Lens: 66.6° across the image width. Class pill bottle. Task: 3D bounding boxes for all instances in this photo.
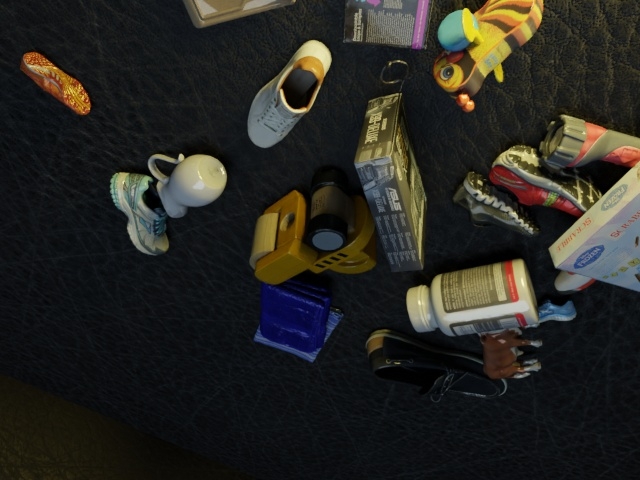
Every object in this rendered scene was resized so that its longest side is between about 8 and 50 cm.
[{"bbox_3d":[0.407,0.164,1.324,0.319,0.176,0.176,-15,128,26],"label":"pill bottle"}]

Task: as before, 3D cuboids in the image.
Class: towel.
[{"bbox_3d":[-0.085,0.304,1.686,0.244,0.040,0.335,21,135,-5],"label":"towel"},{"bbox_3d":[-0.088,0.244,1.552,0.228,0.076,0.308,14,136,5],"label":"towel"}]

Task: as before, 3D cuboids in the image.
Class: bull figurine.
[{"bbox_3d":[0.568,0.317,1.486,0.189,0.101,0.310,-4,132,16],"label":"bull figurine"}]

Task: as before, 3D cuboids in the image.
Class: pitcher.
[{"bbox_3d":[-0.349,-0.163,1.249,0.207,0.125,0.177,-18,112,42],"label":"pitcher"}]

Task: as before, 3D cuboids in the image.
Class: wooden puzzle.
[{"bbox_3d":[-0.181,-0.526,0.897,0.239,0.044,0.220,-2,134,22],"label":"wooden puzzle"}]

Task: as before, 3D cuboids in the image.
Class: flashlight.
[{"bbox_3d":[0.615,-0.168,0.997,0.304,0.103,0.103,17,134,-2],"label":"flashlight"}]

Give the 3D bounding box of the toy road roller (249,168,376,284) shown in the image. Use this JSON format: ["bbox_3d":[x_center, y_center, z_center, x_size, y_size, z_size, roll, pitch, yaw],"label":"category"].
[{"bbox_3d":[0.000,0.000,1.259,0.330,0.202,0.241,-27,133,33],"label":"toy road roller"}]

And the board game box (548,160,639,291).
[{"bbox_3d":[0.720,-0.020,1.021,0.318,0.065,0.318,16,135,-12],"label":"board game box"}]

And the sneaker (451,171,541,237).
[{"bbox_3d":[0.415,-0.068,1.169,0.234,0.078,0.106,31,136,-11],"label":"sneaker"}]

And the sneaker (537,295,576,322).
[{"bbox_3d":[0.635,0.188,1.386,0.162,0.063,0.073,-10,113,18],"label":"sneaker"}]

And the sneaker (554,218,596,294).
[{"bbox_3d":[0.644,0.017,1.183,0.145,0.090,0.270,31,130,-14],"label":"sneaker"}]

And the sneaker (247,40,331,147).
[{"bbox_3d":[-0.087,-0.289,1.046,0.106,0.123,0.290,28,135,-16],"label":"sneaker"}]

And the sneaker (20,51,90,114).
[{"bbox_3d":[-0.625,-0.369,1.159,0.175,0.064,0.067,46,147,-22],"label":"sneaker"}]

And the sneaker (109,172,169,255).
[{"bbox_3d":[-0.482,-0.065,1.377,0.122,0.110,0.282,-3,133,12],"label":"sneaker"}]

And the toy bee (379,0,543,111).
[{"bbox_3d":[0.276,-0.321,0.887,0.196,0.162,0.298,0,152,-34],"label":"toy bee"}]

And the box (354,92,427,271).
[{"bbox_3d":[0.164,-0.122,1.060,0.077,0.242,0.307,-7,131,21],"label":"box"}]

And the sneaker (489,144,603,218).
[{"bbox_3d":[0.510,-0.116,1.097,0.279,0.107,0.118,28,148,-6],"label":"sneaker"}]

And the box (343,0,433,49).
[{"bbox_3d":[0.126,-0.428,0.919,0.162,0.029,0.116,7,134,6],"label":"box"}]

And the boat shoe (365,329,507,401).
[{"bbox_3d":[0.385,0.448,1.627,0.501,0.155,0.186,19,133,-7],"label":"boat shoe"}]
